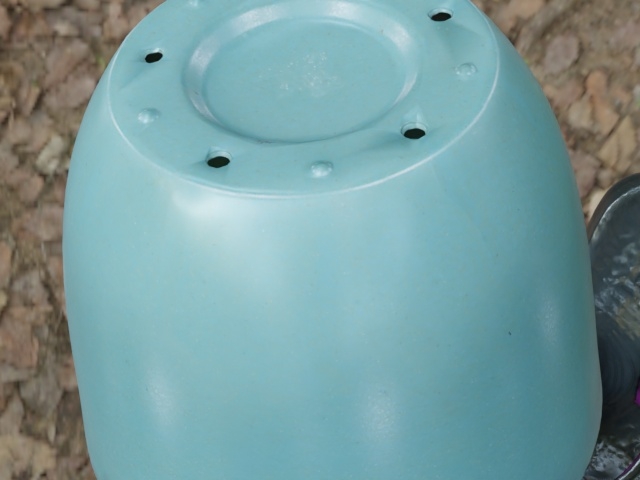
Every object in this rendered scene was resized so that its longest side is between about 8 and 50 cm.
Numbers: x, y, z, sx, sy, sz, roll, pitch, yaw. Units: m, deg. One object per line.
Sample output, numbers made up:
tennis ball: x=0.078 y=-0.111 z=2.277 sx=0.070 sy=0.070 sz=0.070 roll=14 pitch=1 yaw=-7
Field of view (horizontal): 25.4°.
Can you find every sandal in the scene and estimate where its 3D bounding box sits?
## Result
sandal: x=0.284 y=0.144 z=1.442 sx=0.168 sy=0.445 sz=0.107 roll=10 pitch=28 yaw=-2

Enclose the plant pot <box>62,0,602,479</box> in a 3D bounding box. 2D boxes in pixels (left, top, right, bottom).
plant pot: x=0.000 y=0.000 z=0.728 sx=0.293 sy=0.235 sz=0.293 roll=-4 pitch=44 yaw=4
